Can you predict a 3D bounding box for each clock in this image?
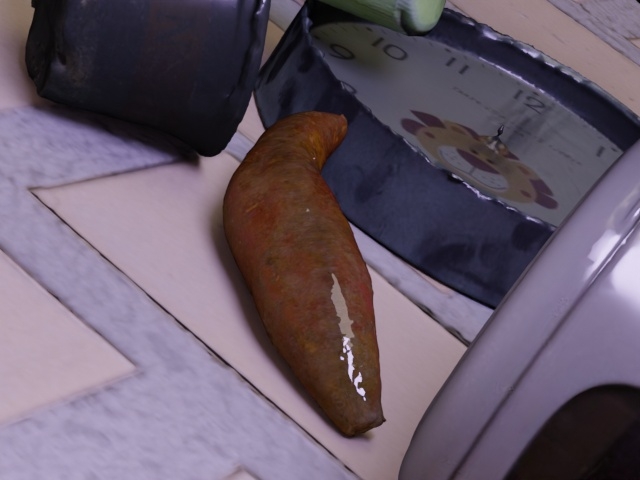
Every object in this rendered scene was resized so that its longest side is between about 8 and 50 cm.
[{"bbox_3d":[0.109,-0.056,1.147,0.312,0.061,0.312,24,26,-12],"label":"clock"}]

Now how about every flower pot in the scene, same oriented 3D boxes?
[{"bbox_3d":[-0.097,-0.128,0.970,0.106,0.157,0.157,7,31,-17],"label":"flower pot"}]

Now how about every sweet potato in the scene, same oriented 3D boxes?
[{"bbox_3d":[-0.010,-0.004,0.916,0.078,0.058,0.255,16,32,-17],"label":"sweet potato"}]

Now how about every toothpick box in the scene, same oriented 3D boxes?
[{"bbox_3d":[0.218,0.110,0.767,0.316,0.229,0.229,36,25,11],"label":"toothpick box"}]

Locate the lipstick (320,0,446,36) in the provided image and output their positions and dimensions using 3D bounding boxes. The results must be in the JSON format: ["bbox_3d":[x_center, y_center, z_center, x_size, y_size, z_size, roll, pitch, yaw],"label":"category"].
[{"bbox_3d":[-0.054,-0.211,1.141,0.304,0.076,0.076,25,21,22],"label":"lipstick"}]

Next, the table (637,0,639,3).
[{"bbox_3d":[0.151,-0.290,1.339,0.249,0.317,0.317,21,25,-42],"label":"table"}]
